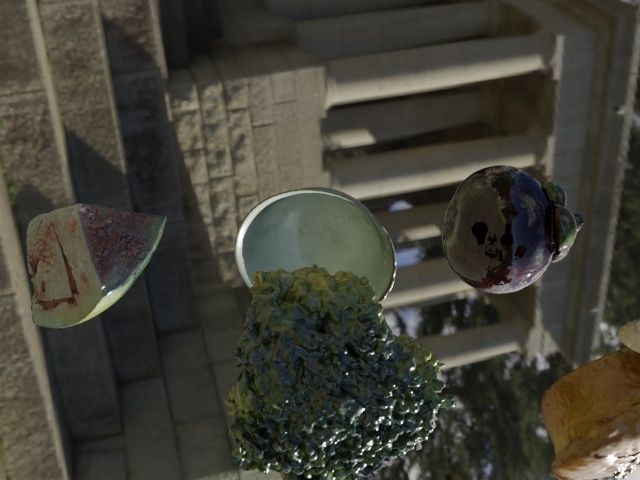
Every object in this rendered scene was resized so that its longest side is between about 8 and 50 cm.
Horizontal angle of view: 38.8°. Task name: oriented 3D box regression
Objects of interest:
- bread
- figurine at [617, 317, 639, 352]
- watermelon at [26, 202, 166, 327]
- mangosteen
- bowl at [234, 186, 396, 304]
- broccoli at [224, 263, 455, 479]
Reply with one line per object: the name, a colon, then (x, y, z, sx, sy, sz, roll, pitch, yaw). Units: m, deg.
bread: (0.438, 0.247, 1.298, 0.268, 0.268, 0.145, 98, -25, -57)
figurine: (0.476, 0.044, 1.122, 0.144, 0.182, 0.256, 35, -52, 41)
watermelon: (-0.410, 0.008, 1.616, 0.213, 0.261, 0.201, -13, -59, 41)
mangosteen: (0.424, -0.019, 2.059, 0.300, 0.300, 0.300, 170, -90, -78)
bowl: (0.000, 0.000, 1.765, 0.146, 0.313, 0.313, -72, 163, -55)
broccoli: (-0.011, 0.173, 1.254, 0.348, 0.293, 0.281, 52, 14, -26)
